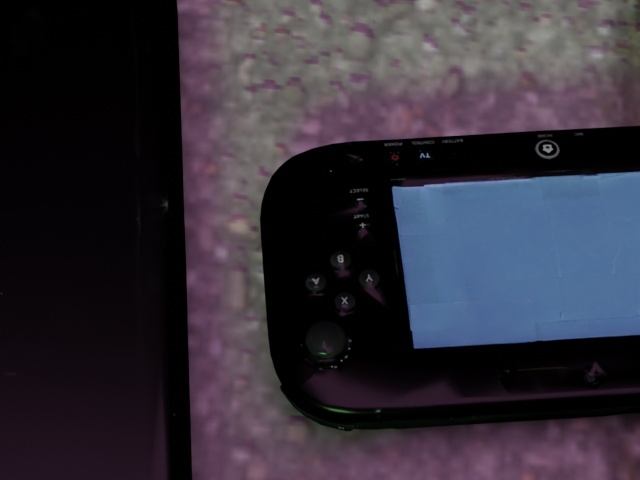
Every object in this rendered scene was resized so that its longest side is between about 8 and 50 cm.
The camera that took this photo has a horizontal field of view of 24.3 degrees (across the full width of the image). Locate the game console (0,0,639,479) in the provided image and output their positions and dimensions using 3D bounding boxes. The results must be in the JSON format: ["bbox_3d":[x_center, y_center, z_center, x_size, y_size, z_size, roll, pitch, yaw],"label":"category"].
[{"bbox_3d":[0.000,0.000,0.496,0.361,0.044,0.213,-3,68,-4],"label":"game console"}]
